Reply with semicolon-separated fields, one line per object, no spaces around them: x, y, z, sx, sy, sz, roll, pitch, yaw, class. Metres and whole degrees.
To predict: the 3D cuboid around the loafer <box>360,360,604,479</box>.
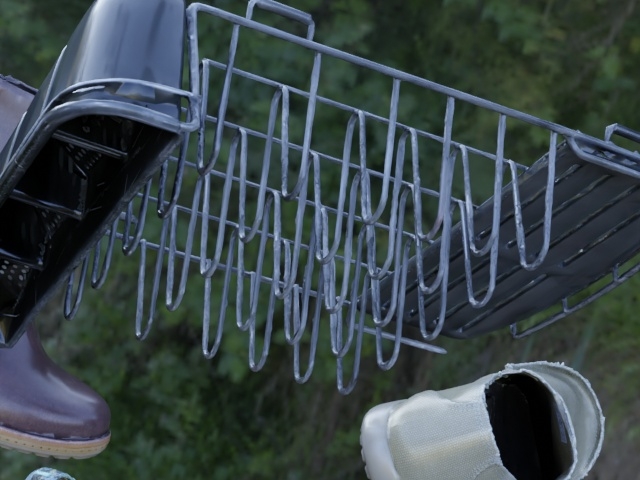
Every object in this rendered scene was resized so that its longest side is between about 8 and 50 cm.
0.132;0.132;0.954;0.092;0.102;0.268;-18;-8;33;loafer

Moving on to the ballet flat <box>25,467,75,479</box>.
-0.238;0.314;1.484;0.188;0.070;0.070;54;7;-11;ballet flat

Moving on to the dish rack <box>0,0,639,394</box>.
0.000;0.000;0.580;0.271;0.074;0.208;16;-29;-22;dish rack

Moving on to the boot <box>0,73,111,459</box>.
-0.209;0.008;0.930;0.248;0.207;0.090;30;10;-4;boot
